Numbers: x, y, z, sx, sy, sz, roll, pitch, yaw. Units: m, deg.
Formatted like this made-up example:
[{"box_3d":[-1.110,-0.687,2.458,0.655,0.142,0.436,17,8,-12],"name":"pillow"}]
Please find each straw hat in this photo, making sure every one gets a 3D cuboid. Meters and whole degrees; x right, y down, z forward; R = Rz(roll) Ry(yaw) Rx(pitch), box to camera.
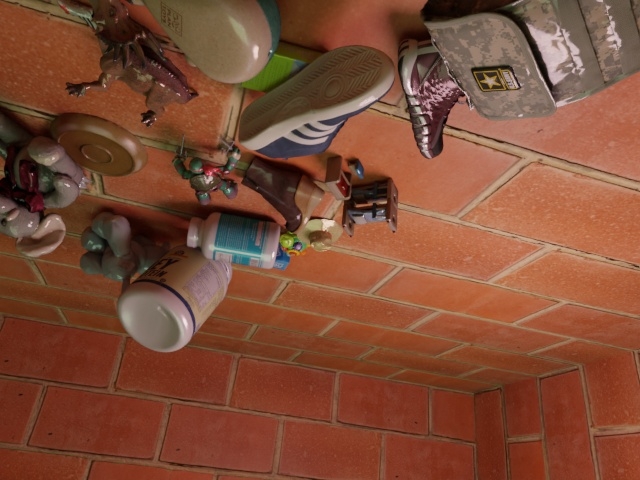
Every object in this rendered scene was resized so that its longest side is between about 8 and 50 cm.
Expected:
[{"box_3d":[0.000,0.000,1.474,0.145,0.061,0.144,-5,142,-4],"name":"straw hat"}]

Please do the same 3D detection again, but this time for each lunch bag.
[{"box_3d":[0.318,-0.309,0.704,0.287,0.168,0.235,-25,140,28],"name":"lunch bag"}]

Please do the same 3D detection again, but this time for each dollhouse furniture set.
[{"box_3d":[0.105,-0.109,1.205,0.130,0.128,0.183,-7,150,23],"name":"dollhouse furniture set"}]

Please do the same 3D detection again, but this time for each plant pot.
[{"box_3d":[-0.561,-0.228,1.226,0.237,0.032,0.236,4,152,2],"name":"plant pot"}]

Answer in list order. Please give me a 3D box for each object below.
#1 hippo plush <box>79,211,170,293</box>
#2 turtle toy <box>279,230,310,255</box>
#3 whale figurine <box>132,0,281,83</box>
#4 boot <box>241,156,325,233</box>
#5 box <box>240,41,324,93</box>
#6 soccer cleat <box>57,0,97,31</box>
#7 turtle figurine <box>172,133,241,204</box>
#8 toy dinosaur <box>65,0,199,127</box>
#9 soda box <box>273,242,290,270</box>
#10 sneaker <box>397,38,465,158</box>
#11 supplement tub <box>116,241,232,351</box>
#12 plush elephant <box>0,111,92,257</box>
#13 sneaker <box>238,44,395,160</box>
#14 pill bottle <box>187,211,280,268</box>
[{"box_3d":[-0.603,0.029,1.581,0.294,0.234,0.237,23,-166,31],"name":"hippo plush"},{"box_3d":[-0.090,0.011,1.543,0.095,0.066,0.130,-5,151,20],"name":"turtle toy"},{"box_3d":[-0.186,-0.381,0.782,0.272,0.141,0.216,32,149,4],"name":"whale figurine"},{"box_3d":[-0.114,-0.121,1.311,0.207,0.090,0.248,24,151,-8],"name":"boot"},{"box_3d":[-0.056,-0.320,0.929,0.178,0.042,0.109,11,153,-12],"name":"box"},{"box_3d":[-0.423,-0.407,0.861,0.036,0.029,0.083,-24,144,31],"name":"soccer cleat"},{"box_3d":[-0.284,-0.168,1.202,0.176,0.118,0.234,4,158,4],"name":"turtle figurine"},{"box_3d":[-0.314,-0.310,0.883,0.200,0.127,0.296,-10,159,36],"name":"toy dinosaur"},{"box_3d":[-0.207,0.036,1.616,0.210,0.067,0.071,14,152,-15],"name":"soda box"},{"box_3d":[0.250,-0.263,0.912,0.163,0.106,0.281,-8,149,19],"name":"sneaker"},{"box_3d":[-0.432,0.157,1.493,0.236,0.325,0.235,8,120,14],"name":"supplement tub"},{"box_3d":[-0.731,-0.120,1.189,0.272,0.255,0.330,29,165,12],"name":"plush elephant"},{"box_3d":[0.008,-0.238,0.909,0.350,0.131,0.148,-10,156,40],"name":"sneaker"},{"box_3d":[-0.261,-0.004,1.466,0.264,0.146,0.146,11,152,-8],"name":"pill bottle"}]
